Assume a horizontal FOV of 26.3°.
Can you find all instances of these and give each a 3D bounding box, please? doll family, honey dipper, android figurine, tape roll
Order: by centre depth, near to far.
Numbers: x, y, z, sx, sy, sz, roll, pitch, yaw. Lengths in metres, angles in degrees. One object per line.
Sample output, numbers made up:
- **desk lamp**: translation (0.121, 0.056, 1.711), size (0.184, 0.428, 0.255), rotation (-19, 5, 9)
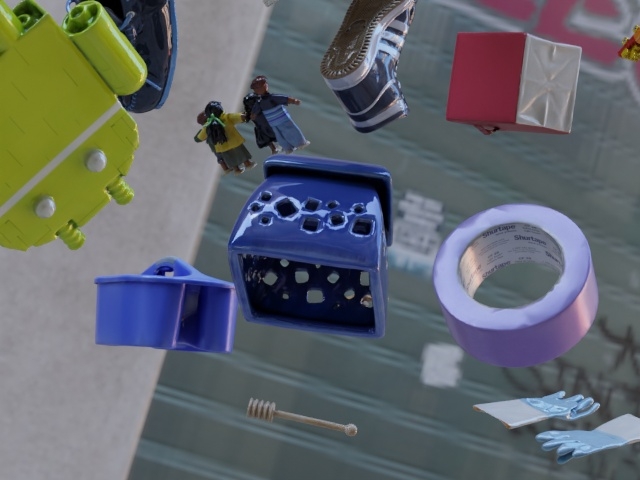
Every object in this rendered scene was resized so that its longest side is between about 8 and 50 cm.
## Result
- **android figurine**: translation (-0.261, -0.094, 1.200), size (0.056, 0.248, 0.273), rotation (39, -12, 43)
- **tape roll**: translation (0.233, 0.052, 1.638), size (0.189, 0.189, 0.080), rotation (10, -35, 27)
- **doll family**: translation (-0.098, -0.155, 1.825), size (0.193, 0.111, 0.076), rotation (-21, 16, 25)
- **honey dipper**: translation (-0.026, 0.259, 1.980), size (0.161, 0.030, 0.030), rotation (13, -12, 1)

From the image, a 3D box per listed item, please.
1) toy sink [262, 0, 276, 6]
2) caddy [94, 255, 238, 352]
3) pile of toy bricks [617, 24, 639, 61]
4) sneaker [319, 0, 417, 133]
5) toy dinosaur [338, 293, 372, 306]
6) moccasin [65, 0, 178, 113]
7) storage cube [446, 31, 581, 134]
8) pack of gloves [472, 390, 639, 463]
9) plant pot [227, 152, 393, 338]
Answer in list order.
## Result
- **toy sink**: translation (-0.010, -0.490, 2.142), size (0.131, 0.234, 0.153), rotation (56, -26, -8)
- **caddy**: translation (-0.292, 0.118, 2.597), size (0.241, 0.179, 0.341), rotation (6, -6, -30)
- **pile of toy bricks**: translation (0.592, -0.341, 2.260), size (0.118, 0.105, 0.212), rotation (12, -38, -21)
- **sneaker**: translation (0.100, -0.291, 2.157), size (0.099, 0.282, 0.153), rotation (1, -45, 35)
- **toy dinosaur**: translation (0.066, 0.113, 2.438), size (0.112, 0.064, 0.211), rotation (8, 5, 27)
- **moccasin**: translation (-0.251, -0.305, 1.662), size (0.117, 0.342, 0.138), rotation (-20, 41, -28)
- **storage cube**: translation (0.400, -0.322, 2.832), size (0.184, 0.215, 0.193), rotation (6, 2, -41)
- **pack of gloves**: translation (0.376, 0.290, 2.082), size (0.232, 0.046, 0.195), rotation (-4, 17, -39)
- **plant pot**: translation (0.000, 0.000, 2.140), size (0.236, 0.212, 0.236), rotation (8, -31, 9)
